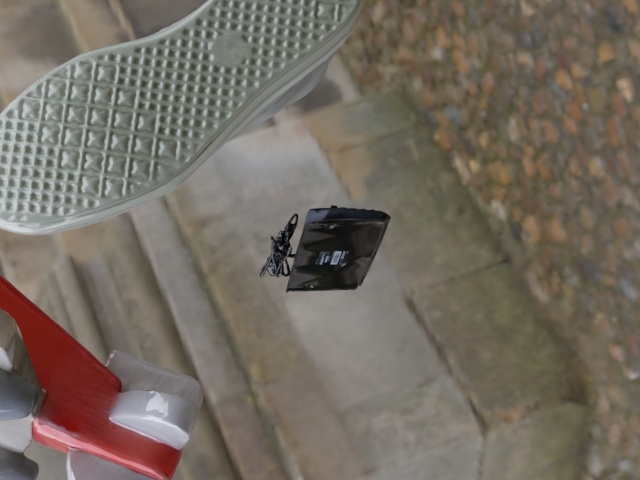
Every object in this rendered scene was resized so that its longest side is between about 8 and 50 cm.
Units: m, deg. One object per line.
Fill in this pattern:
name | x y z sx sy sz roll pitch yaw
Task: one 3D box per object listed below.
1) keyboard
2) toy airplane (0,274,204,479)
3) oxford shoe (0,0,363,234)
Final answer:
keyboard | 0.000 0.000 1.213 0.192 0.100 0.038 109 159 -67
toy airplane | -0.285 0.122 1.074 0.384 0.272 0.386 20 148 44
oxford shoe | -0.148 -0.142 1.392 0.169 0.449 0.130 53 167 6
